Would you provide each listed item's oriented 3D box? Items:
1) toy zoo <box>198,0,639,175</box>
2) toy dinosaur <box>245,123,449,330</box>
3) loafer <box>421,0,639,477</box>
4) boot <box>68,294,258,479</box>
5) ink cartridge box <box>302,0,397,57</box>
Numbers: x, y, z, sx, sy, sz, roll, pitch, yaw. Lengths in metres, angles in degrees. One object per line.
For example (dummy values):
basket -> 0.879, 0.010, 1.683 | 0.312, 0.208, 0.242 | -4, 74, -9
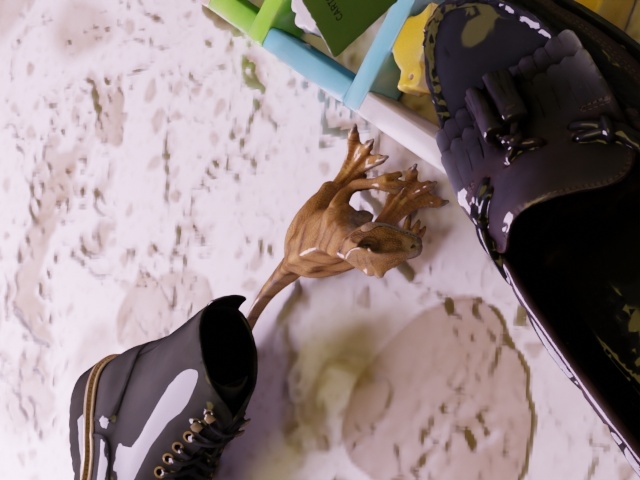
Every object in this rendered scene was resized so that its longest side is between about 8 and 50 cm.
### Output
toy zoo -> 0.065, -0.153, 0.838 | 0.293, 0.030, 0.192 | 38, 105, 39
toy dinosaur -> 0.000, 0.000, 0.825 | 0.112, 0.064, 0.211 | -45, 4, -23
loafer -> 0.127, -0.001, 0.683 | 0.109, 0.095, 0.302 | -42, 65, 28
boot -> -0.079, 0.137, 0.849 | 0.137, 0.077, 0.197 | -34, 60, 43
ink cartridge box -> 0.093, -0.197, 0.657 | 0.255, 0.189, 0.097 | -42, 50, -9
